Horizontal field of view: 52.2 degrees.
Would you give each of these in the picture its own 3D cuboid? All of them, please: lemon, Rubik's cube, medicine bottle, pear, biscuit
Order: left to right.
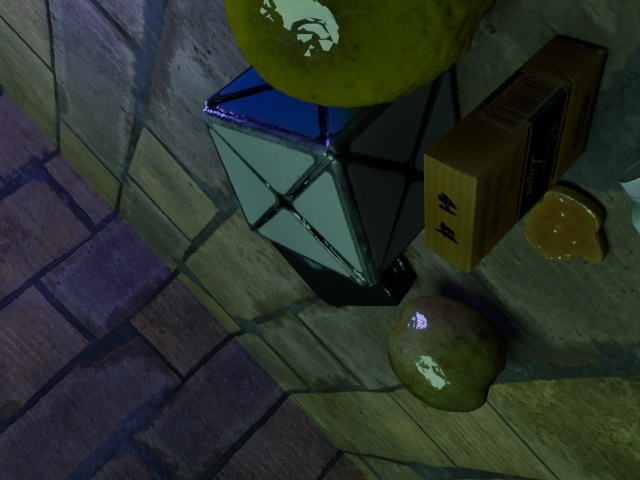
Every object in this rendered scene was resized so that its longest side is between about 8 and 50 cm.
[{"bbox_3d":[0.030,-0.134,0.927,0.260,0.259,0.255,23,149,34],"label":"Rubik's cube"},{"bbox_3d":[0.036,-0.270,0.697,0.310,0.254,0.254,4,137,26],"label":"lemon"},{"bbox_3d":[0.236,0.216,1.210,0.211,0.188,0.229,39,156,33],"label":"pear"},{"bbox_3d":[0.339,-0.014,0.891,0.118,0.023,0.140,41,155,10],"label":"biscuit"},{"bbox_3d":[0.386,-0.035,0.721,0.118,0.074,0.055,51,156,-8],"label":"medicine bottle"}]

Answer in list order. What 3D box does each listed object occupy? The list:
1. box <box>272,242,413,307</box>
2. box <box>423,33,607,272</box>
[{"bbox_3d":[0.000,0.000,1.377,0.359,0.091,0.350,51,156,-13],"label":"box"},{"bbox_3d":[0.210,-0.096,0.712,0.070,0.237,0.152,36,154,32],"label":"box"}]
